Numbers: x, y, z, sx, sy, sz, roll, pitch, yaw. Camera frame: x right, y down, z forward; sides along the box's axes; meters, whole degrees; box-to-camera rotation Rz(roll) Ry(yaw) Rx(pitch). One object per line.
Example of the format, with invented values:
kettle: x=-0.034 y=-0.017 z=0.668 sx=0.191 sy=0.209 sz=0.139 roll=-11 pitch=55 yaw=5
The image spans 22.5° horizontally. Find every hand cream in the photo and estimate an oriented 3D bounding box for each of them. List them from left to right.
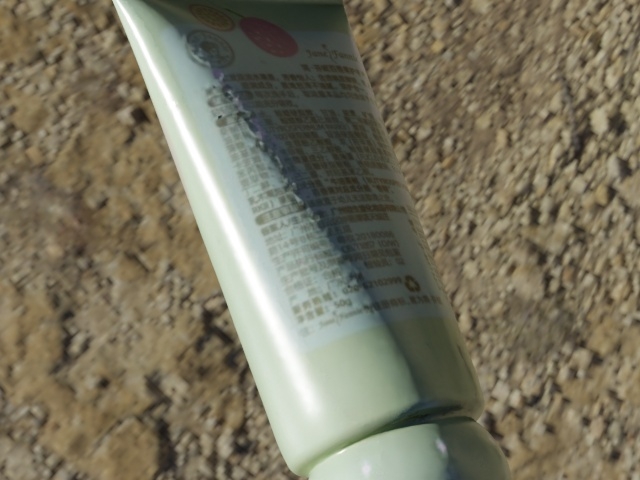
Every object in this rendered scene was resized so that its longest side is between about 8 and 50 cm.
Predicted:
hand cream: x=0.000 y=0.000 z=0.748 sx=0.093 sy=0.147 sz=0.305 roll=-37 pitch=65 yaw=45
